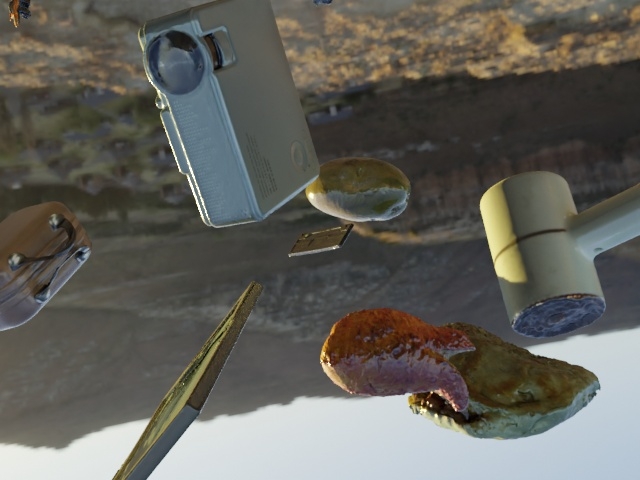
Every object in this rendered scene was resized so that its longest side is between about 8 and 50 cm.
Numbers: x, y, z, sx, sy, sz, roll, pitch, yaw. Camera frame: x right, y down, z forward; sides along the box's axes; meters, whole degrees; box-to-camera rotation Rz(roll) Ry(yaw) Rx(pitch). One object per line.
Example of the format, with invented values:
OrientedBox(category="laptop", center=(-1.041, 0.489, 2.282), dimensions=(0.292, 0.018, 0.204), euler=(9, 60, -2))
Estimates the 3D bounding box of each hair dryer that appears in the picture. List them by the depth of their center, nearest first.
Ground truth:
OrientedBox(category="hair dryer", center=(0.384, -0.031, 1.126), dimensions=(0.362, 0.203, 0.128), euler=(-31, 143, 33))

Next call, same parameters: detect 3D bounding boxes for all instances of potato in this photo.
OrientedBox(category="potato", center=(0.080, -0.117, 2.029), dimensions=(0.252, 0.159, 0.174), euler=(11, 150, 7))

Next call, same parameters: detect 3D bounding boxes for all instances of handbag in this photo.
OrientedBox(category="handbag", center=(-0.595, 0.047, 1.776), dimensions=(0.283, 0.149, 0.301), euler=(-14, -153, 35))

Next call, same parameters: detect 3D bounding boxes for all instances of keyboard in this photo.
OrientedBox(category="keyboard", center=(0.000, 0.000, 1.490), dimensions=(0.155, 0.010, 0.053), euler=(-10, -138, 55))

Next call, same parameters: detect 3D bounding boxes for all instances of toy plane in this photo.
OrientedBox(category="toy plane", center=(-0.624, -0.497, 1.827), dimensions=(0.062, 0.188, 0.135), euler=(2, 137, -36))

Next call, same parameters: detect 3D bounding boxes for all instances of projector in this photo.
OrientedBox(category="projector", center=(-0.110, -0.163, 1.080), dimensions=(0.099, 0.256, 0.192), euler=(-9, -162, 27))

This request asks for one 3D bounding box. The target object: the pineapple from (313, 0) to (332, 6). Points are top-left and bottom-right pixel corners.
OrientedBox(category="pineapple", center=(-0.066, -0.544, 1.659), dimensions=(0.158, 0.279, 0.158), euler=(-48, -170, 11))

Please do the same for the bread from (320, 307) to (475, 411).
OrientedBox(category="bread", center=(0.128, 0.178, 1.348), dimensions=(0.269, 0.139, 0.095), euler=(12, 167, -17))

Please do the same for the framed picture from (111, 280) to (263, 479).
OrientedBox(category="framed picture", center=(-0.175, 0.201, 1.071), dimensions=(0.247, 0.022, 0.335), euler=(-51, -175, 20))

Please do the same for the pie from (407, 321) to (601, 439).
OrientedBox(category="pie", center=(0.419, 0.326, 2.018), dimensions=(0.418, 0.180, 0.395), euler=(10, -164, 22))
